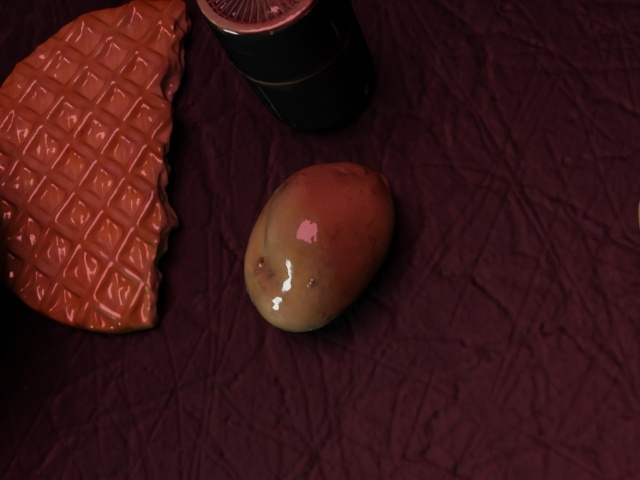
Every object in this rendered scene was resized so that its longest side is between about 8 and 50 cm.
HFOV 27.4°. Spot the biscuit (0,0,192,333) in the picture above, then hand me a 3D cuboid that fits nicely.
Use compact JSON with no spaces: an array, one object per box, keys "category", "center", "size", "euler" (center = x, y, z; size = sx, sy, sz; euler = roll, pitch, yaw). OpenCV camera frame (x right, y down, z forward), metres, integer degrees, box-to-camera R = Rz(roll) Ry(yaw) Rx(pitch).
[{"category":"biscuit","center":[-0.217,-0.070,1.155],"size":[0.204,0.040,0.309],"euler":[-2,72,17]}]

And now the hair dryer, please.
[{"category":"hair dryer","center":[-0.057,-0.272,1.094],"size":[0.107,0.189,0.352],"euler":[-21,66,7]}]

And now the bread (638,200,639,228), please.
[{"category":"bread","center":[0.389,-0.005,0.895],"size":[0.311,0.121,0.173],"euler":[-22,71,10]}]

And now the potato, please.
[{"category":"potato","center":[0.000,0.003,1.028],"size":[0.112,0.112,0.147],"euler":[28,89,24]}]
